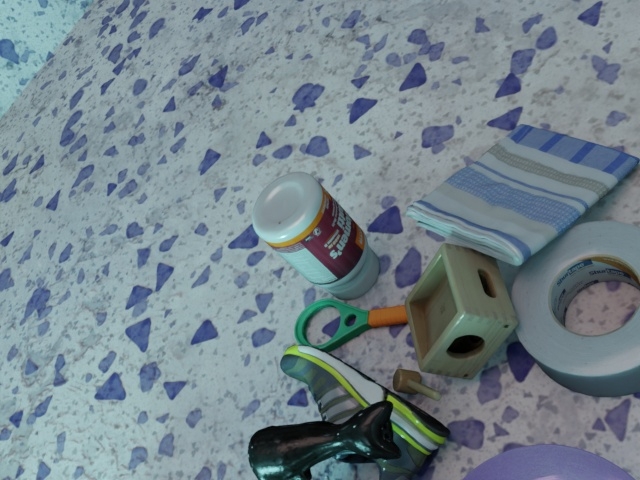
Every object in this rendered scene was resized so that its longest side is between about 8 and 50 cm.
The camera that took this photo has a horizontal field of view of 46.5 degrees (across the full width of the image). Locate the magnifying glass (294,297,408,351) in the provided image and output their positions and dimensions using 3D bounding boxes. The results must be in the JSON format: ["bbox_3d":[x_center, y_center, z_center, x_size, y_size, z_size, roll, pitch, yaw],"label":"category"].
[{"bbox_3d":[0.058,0.127,1.178,0.230,0.026,0.092,-11,54,29],"label":"magnifying glass"}]

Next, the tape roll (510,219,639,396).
[{"bbox_3d":[0.359,0.085,0.954,0.219,0.072,0.219,-19,51,25],"label":"tape roll"}]

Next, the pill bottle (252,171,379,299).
[{"bbox_3d":[0.000,0.000,1.169,0.121,0.221,0.121,-19,50,25],"label":"pill bottle"}]

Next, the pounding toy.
[{"bbox_3d":[0.180,0.144,1.020,0.181,0.094,0.206,-98,26,-46],"label":"pounding toy"}]

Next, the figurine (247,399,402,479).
[{"bbox_3d":[0.031,0.325,0.951,0.209,0.092,0.215,-22,80,29],"label":"figurine"}]

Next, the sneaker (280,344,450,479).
[{"bbox_3d":[0.034,0.243,1.057,0.299,0.111,0.121,25,80,46],"label":"sneaker"}]

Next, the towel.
[{"bbox_3d":[0.288,-0.077,1.070,0.285,0.034,0.209,-35,40,-25],"label":"towel"}]

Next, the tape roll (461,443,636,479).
[{"bbox_3d":[0.257,0.370,0.812,0.274,0.090,0.275,-20,50,25],"label":"tape roll"}]
